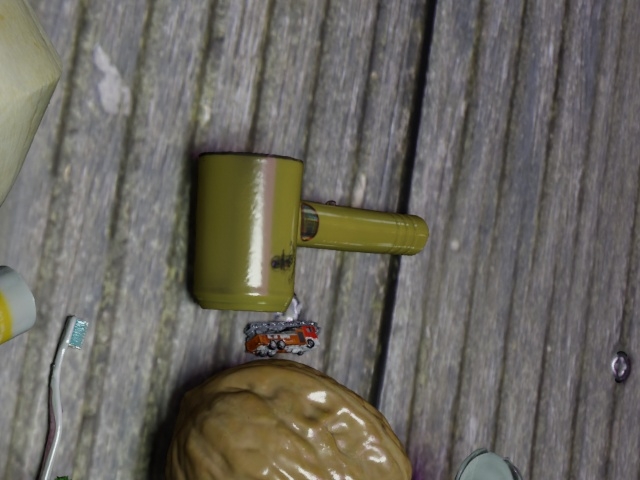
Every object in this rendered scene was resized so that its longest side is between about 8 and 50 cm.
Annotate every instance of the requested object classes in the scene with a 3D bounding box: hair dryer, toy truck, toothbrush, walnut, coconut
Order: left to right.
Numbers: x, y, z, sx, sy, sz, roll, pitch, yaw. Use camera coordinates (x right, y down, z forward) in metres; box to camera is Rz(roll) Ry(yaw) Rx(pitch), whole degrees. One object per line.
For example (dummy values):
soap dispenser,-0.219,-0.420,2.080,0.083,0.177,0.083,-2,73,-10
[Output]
coconut,-0.284,-0.111,1.125,0.202,0.202,0.222,-38,112,-36
toothbrush,-0.218,0.159,1.300,0.022,0.017,0.204,16,77,-21
walnut,-0.031,0.195,1.356,0.213,0.213,0.213,1,89,-42
toy truck,-0.031,0.088,1.466,0.083,0.024,0.032,1,59,-39
hair dryer,0.000,0.000,1.464,0.279,0.090,0.134,5,85,-48

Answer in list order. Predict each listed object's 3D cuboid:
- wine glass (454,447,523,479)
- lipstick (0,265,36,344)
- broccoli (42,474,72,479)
wine glass,0.087,0.229,1.465,0.122,0.183,0.122,3,86,-45
lipstick,-0.327,0.091,1.173,0.264,0.059,0.059,-27,107,-40
broccoli,-0.257,0.239,1.141,0.270,0.270,0.270,-14,68,-42
